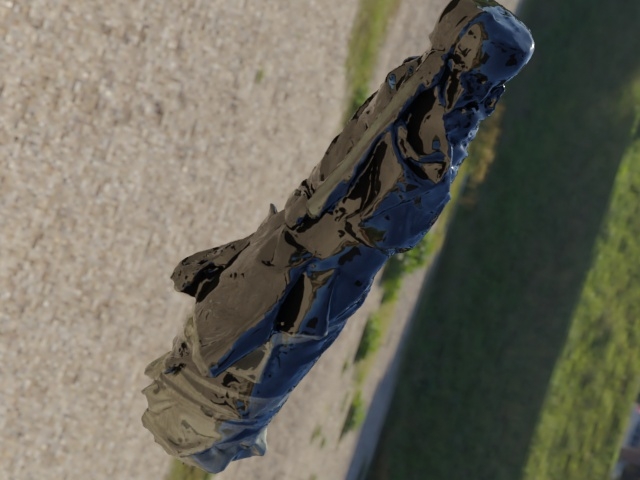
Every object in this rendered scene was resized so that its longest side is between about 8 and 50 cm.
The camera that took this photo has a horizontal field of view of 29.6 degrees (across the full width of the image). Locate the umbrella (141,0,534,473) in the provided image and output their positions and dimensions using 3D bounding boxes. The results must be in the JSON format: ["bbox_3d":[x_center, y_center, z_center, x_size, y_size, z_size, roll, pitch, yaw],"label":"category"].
[{"bbox_3d":[-0.004,-0.004,0.749,0.357,0.106,0.113,-53,-140,25],"label":"umbrella"}]
